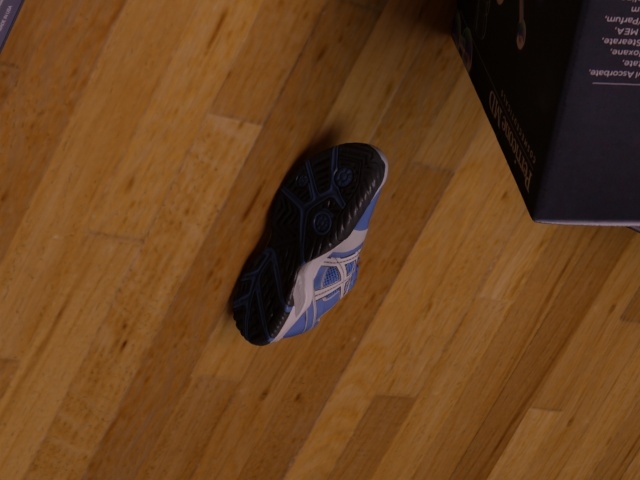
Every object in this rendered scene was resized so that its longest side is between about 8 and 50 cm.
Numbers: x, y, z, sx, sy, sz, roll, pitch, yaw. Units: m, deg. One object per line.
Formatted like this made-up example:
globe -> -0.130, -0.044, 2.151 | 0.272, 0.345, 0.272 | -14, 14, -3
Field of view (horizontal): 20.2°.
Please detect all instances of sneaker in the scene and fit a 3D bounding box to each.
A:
sneaker -> 0.000, 0.000, 1.574 | 0.081, 0.080, 0.211 | 0, 132, -48

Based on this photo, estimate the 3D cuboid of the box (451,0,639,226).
box -> 0.259, -0.252, 1.375 | 0.212, 0.293, 0.395 | 0, 125, -12

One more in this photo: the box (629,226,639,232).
box -> 0.458, -0.153, 1.706 | 0.318, 0.097, 0.395 | 22, 95, -27

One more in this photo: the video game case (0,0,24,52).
video game case -> -0.316, -0.178, 1.183 | 0.274, 0.026, 0.196 | 10, 115, -44
